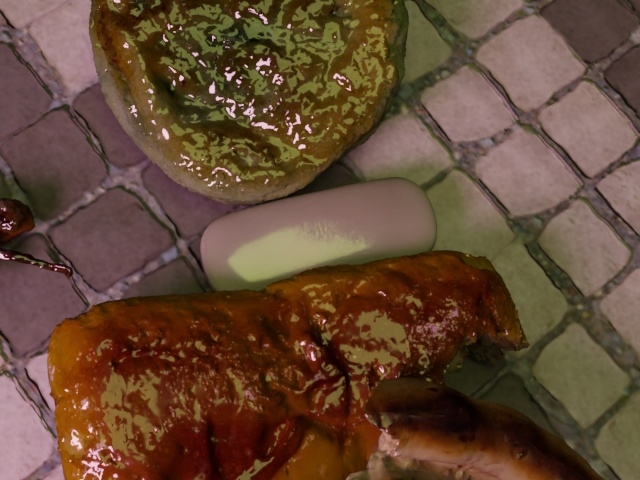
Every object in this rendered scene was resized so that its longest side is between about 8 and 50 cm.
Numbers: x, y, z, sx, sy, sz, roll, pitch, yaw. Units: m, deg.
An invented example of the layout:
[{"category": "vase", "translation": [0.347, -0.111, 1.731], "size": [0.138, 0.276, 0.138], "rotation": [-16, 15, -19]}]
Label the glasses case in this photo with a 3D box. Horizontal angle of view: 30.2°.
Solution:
[{"category": "glasses case", "translation": [0.000, 0.000, 0.998], "size": [0.204, 0.051, 0.081], "rotation": [-12, 74, -12]}]

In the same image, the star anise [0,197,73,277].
[{"category": "star anise", "translation": [-0.276, -0.001, 0.943], "size": [0.190, 0.070, 0.097], "rotation": [17, 57, 11]}]

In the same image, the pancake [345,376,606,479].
[{"category": "pancake", "translation": [0.121, 0.185, 0.856], "size": [0.257, 0.056, 0.212], "rotation": [-12, 70, -34]}]

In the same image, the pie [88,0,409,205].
[{"category": "pie", "translation": [-0.056, -0.168, 1.007], "size": [0.277, 0.078, 0.277], "rotation": [0, 88, 1]}]

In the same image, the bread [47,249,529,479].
[{"category": "bread", "translation": [-0.014, 0.117, 0.915], "size": [0.380, 0.109, 0.185], "rotation": [-9, 70, -19]}]
